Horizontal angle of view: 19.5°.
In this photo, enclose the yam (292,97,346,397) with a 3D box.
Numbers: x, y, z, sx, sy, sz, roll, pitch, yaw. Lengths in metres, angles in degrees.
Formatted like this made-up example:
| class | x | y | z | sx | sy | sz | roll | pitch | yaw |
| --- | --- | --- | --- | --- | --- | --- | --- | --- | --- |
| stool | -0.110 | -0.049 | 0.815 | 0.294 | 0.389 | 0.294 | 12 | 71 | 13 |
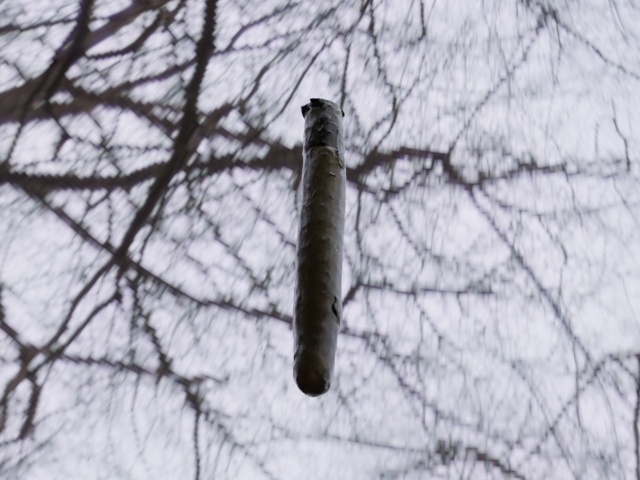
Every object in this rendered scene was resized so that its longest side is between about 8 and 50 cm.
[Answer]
| class | x | y | z | sx | sy | sz | roll | pitch | yaw |
| --- | --- | --- | --- | --- | --- | --- | --- | --- | --- |
| yam | 0.000 | 0.000 | 0.494 | 0.014 | 0.107 | 0.014 | 1 | -45 | 1 |
